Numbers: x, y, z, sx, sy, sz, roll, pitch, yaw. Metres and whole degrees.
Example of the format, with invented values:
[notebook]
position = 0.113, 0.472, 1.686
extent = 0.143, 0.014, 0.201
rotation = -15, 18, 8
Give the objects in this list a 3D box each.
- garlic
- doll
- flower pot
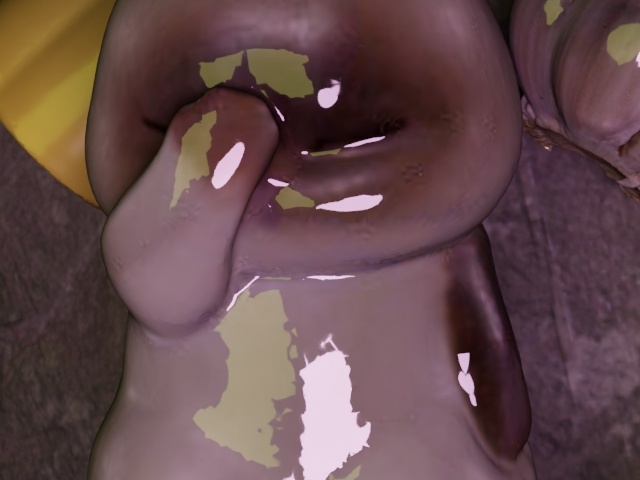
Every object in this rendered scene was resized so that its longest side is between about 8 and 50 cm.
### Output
[garlic]
position = 0.182, -0.115, 0.539
extent = 0.194, 0.127, 0.131
rotation = -47, 61, 5
[doll]
position = -0.006, 0.022, 0.531
extent = 0.215, 0.226, 0.370
rotation = -1, 107, 15
[flower pot]
position = -0.090, -0.123, 0.681
extent = 0.179, 0.195, 0.195
rotation = -45, 67, 11
